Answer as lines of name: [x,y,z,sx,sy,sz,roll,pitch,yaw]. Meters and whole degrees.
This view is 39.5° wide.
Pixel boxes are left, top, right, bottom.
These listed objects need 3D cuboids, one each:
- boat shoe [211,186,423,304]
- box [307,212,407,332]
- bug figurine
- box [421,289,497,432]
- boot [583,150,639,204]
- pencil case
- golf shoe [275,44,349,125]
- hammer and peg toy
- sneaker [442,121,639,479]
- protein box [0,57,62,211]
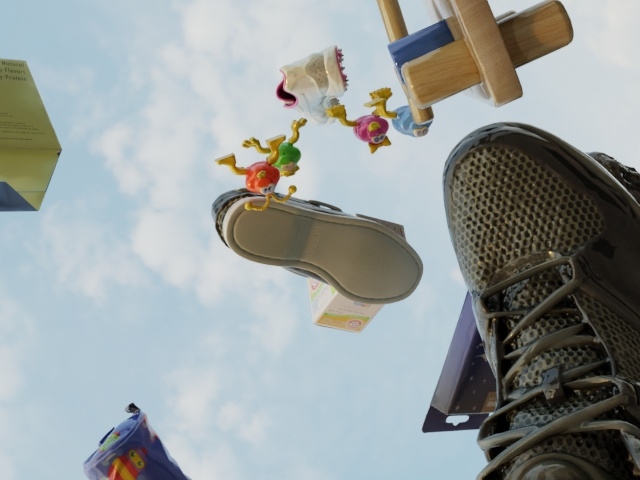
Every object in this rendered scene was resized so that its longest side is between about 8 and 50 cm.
boat shoe: [0.000,0.000,1.174,0.302,0.091,0.114,24,-82,-29]
box: [0.068,0.063,1.628,0.103,0.203,0.114,14,-135,-24]
bug figurine: [0.013,-0.121,1.107,0.279,0.216,0.072,-21,-77,0]
box: [0.208,0.137,1.091,0.136,0.036,0.225,8,-77,-44]
boot: [0.363,-0.059,0.906,0.260,0.131,0.348,19,-85,-21]
pencil case: [-0.218,0.390,1.312,0.119,0.133,0.306,-42,-79,-18]
golf shoe: [-0.027,-0.306,1.819,0.140,0.306,0.115,-13,-101,-7]
hammer and peg toy: [0.095,-0.238,0.771,0.127,0.361,0.266,-23,-81,7]
sneaker: [0.098,0.051,0.347,0.130,0.087,0.227,4,-114,-60]
protein box: [-0.519,-0.158,1.311,0.200,0.136,0.201,-2,-130,-39]
